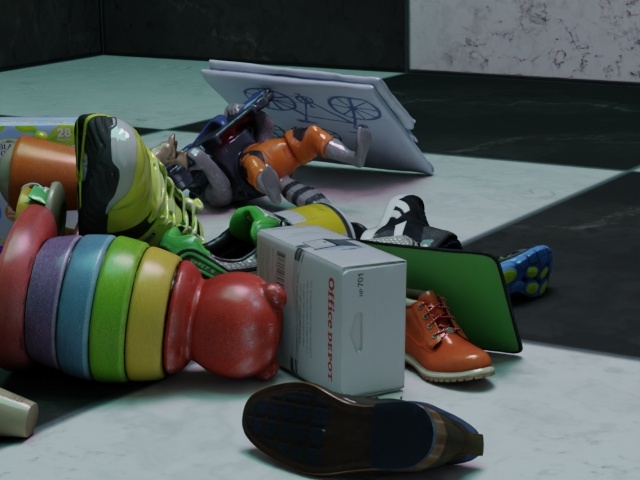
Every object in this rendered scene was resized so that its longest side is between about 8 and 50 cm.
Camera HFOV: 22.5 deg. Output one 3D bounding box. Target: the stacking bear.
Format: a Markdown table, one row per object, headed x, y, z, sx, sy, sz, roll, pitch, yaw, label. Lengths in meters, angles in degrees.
| x | y | z | sx | sy | sz | roll | pitch | yaw | label |
| --- | --- | --- | --- | --- | --- | --- | --- | --- | --- |
| -0.180 | 0.074 | 1.662 | 0.289 | 0.175 | 0.164 | 7 | 12 | 4 | stacking bear |

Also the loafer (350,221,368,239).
| x | y | z | sx | sy | sz | roll | pitch | yaw | label |
| --- | --- | --- | --- | --- | --- | --- | --- | --- | --- |
| 0.000 | 0.000 | 2.182 | 0.170 | 0.062 | 0.061 | 11 | -5 | 30 | loafer |

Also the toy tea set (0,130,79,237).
| x | y | z | sx | sy | sz | roll | pitch | yaw | label |
| --- | --- | --- | --- | --- | --- | --- | --- | --- | --- |
| -0.357 | -0.001 | 1.900 | 0.124 | 0.200 | 0.336 | 6 | 18 | 1 | toy tea set |

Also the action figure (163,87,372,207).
| x | y | z | sx | sy | sz | roll | pitch | yaw | label |
| --- | --- | --- | --- | --- | --- | --- | --- | --- | --- |
| -0.126 | -0.088 | 2.453 | 0.341 | 0.178 | 0.330 | -39 | 24 | -28 | action figure |

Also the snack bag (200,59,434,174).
| x | y | z | sx | sy | sz | roll | pitch | yaw | label |
| --- | --- | --- | --- | --- | --- | --- | --- | --- | --- |
| 0.011 | -0.201 | 2.676 | 0.323 | 0.037 | 0.342 | 7 | -19 | 27 | snack bag |

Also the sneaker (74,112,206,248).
| x | y | z | sx | sy | sz | roll | pitch | yaw | label |
| --- | --- | --- | --- | --- | --- | --- | --- | --- | --- |
| -0.206 | -0.042 | 1.852 | 0.147 | 0.145 | 0.384 | -2 | -19 | -5 | sneaker |

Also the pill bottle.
| x | y | z | sx | sy | sz | roll | pitch | yaw | label |
| --- | --- | --- | --- | --- | --- | --- | --- | --- | --- |
| -0.049 | 0.016 | 1.989 | 0.103 | 0.103 | 0.184 | 11 | 18 | 42 | pill bottle |

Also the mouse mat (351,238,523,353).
| x | y | z | sx | sy | sz | roll | pitch | yaw | label |
| --- | --- | --- | --- | --- | --- | --- | --- | --- | --- |
| 0.118 | 0.060 | 1.726 | 0.190 | 0.152 | 0.007 | 7 | 47 | 28 | mouse mat |

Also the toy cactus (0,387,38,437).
| x | y | z | sx | sy | sz | roll | pitch | yaw | label |
| --- | --- | --- | --- | --- | --- | --- | --- | --- | --- |
| -0.355 | 0.141 | 1.523 | 0.180 | 0.112 | 0.219 | 11 | 7 | 9 | toy cactus |

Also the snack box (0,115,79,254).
| x | y | z | sx | sy | sz | roll | pitch | yaw | label |
| --- | --- | --- | --- | --- | --- | --- | --- | --- | --- |
| -0.395 | -0.056 | 2.097 | 0.174 | 0.207 | 0.070 | -2 | 13 | 0 | snack box |

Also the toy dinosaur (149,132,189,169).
| x | y | z | sx | sy | sz | roll | pitch | yaw | label |
| --- | --- | --- | --- | --- | --- | --- | --- | --- | --- |
| -0.289 | -0.072 | 2.218 | 0.200 | 0.127 | 0.295 | -1 | -12 | 9 | toy dinosaur |

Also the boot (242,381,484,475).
| x | y | z | sx | sy | sz | roll | pitch | yaw | label |
| --- | --- | --- | --- | --- | --- | --- | --- | --- | --- |
| 0.038 | 0.174 | 1.430 | 0.219 | 0.082 | 0.106 | 4 | -8 | 39 | boot |

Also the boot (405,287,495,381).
| x | y | z | sx | sy | sz | roll | pitch | yaw | label |
| --- | --- | --- | --- | --- | --- | --- | --- | --- | --- |
| 0.123 | 0.098 | 1.671 | 0.059 | 0.084 | 0.158 | -8 | 16 | -34 | boot |

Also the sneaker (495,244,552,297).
| x | y | z | sx | sy | sz | roll | pitch | yaw | label |
| --- | --- | --- | --- | --- | --- | --- | --- | --- | --- |
| 0.212 | 0.040 | 1.944 | 0.188 | 0.067 | 0.078 | -16 | 25 | -38 | sneaker |

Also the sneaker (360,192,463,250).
| x | y | z | sx | sy | sz | roll | pitch | yaw | label |
| --- | --- | --- | --- | --- | --- | --- | --- | --- | --- |
| 0.136 | 0.001 | 2.123 | 0.121 | 0.079 | 0.217 | 7 | 23 | 18 | sneaker |

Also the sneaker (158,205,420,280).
| x | y | z | sx | sy | sz | roll | pitch | yaw | label |
| --- | --- | --- | --- | --- | --- | --- | --- | --- | --- |
| -0.028 | 0.032 | 1.828 | 0.343 | 0.146 | 0.134 | -8 | 15 | -30 | sneaker |

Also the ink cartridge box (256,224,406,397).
| x | y | z | sx | sy | sz | roll | pitch | yaw | label |
| --- | --- | --- | --- | --- | --- | --- | --- | --- | --- |
| 0.008 | 0.071 | 1.670 | 0.082 | 0.139 | 0.191 | -6 | 15 | -29 | ink cartridge box |
